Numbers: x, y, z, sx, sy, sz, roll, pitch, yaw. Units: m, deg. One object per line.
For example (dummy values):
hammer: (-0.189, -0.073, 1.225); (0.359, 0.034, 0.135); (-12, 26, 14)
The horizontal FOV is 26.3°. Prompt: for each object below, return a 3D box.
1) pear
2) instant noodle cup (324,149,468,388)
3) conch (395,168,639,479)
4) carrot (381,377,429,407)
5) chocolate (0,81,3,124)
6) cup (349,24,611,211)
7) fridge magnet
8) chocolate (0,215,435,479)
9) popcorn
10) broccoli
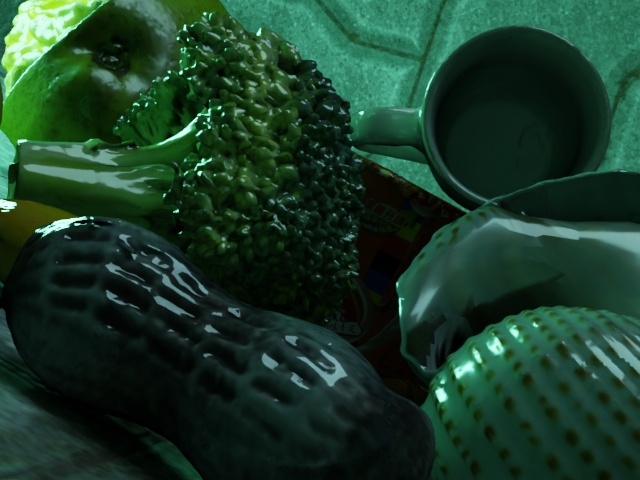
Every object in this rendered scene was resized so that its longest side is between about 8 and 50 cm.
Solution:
pear: (-0.203, -0.148, 1.481); (0.176, 0.286, 0.282); (48, 4, 0)
instant noodle cup: (0.077, 0.033, 1.492); (0.250, 0.192, 0.250); (28, 4, -2)
conch: (0.208, 0.098, 0.907); (0.319, 0.215, 0.303); (-12, 37, -8)
carrot: (0.034, 0.127, 0.961); (0.069, 0.069, 0.228); (31, 5, 34)
chocolate: (-0.325, -0.115, 1.039); (0.162, 0.162, 0.445); (27, 9, -26)
cup: (0.159, -0.111, 1.461); (0.258, 0.186, 0.234); (1, -5, 0)
fridge magnet: (-0.171, 0.015, 0.924); (0.143, 0.063, 0.143); (29, 2, -1)
chocolate: (-0.058, 0.071, 0.712); (0.248, 0.110, 0.110); (27, 3, 18)
popcorn: (-0.320, -0.245, 1.909); (0.249, 0.249, 0.225); (27, -12, -26)
broccoli: (-0.101, -0.072, 1.194); (0.302, 0.249, 0.375); (30, 8, -27)
